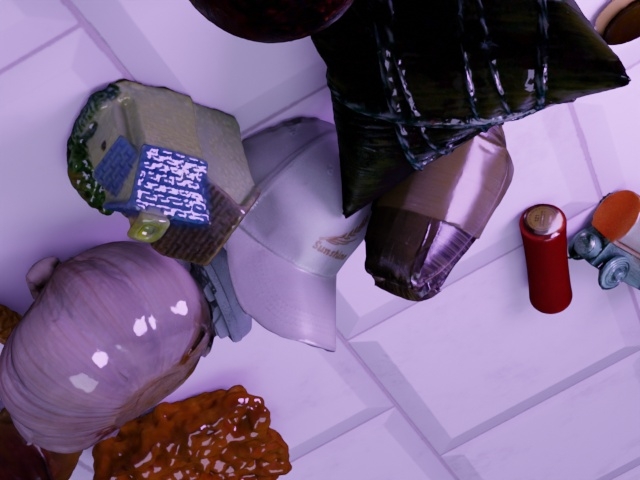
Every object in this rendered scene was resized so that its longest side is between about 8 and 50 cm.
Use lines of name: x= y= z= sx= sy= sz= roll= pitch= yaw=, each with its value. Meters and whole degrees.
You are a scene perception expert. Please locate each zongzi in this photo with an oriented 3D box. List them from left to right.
zongzi: x=0.140 y=-0.182 z=1.406 sx=0.384 sy=0.319 sz=0.362 roll=-2 pitch=125 yaw=-1
zongzi: x=0.190 y=-0.032 z=1.619 sx=0.317 sy=0.154 sz=0.289 roll=36 pitch=76 yaw=-58

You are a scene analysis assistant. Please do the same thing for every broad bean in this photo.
broad bean: x=-0.450 y=0.318 z=1.784 sx=0.156 sy=0.122 sz=0.228 roll=18 pitch=123 yaw=-10

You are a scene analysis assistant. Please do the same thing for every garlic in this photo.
garlic: x=-0.299 y=0.148 z=1.569 sx=0.322 sy=0.241 sz=0.322 roll=-23 pitch=137 yaw=-23

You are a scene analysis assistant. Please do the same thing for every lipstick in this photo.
lipstick: x=0.385 y=0.035 z=1.939 sx=0.080 sy=0.080 sz=0.241 roll=-24 pitch=143 yaw=-2

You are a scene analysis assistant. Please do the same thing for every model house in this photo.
model house: x=-0.201 y=-0.060 z=1.421 sx=0.214 sy=0.189 sz=0.195 roll=17 pitch=124 yaw=-42

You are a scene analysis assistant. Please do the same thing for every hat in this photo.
hat: x=-0.005 y=-0.002 z=1.550 sx=0.168 sy=0.301 sz=0.258 roll=-24 pitch=150 yaw=39

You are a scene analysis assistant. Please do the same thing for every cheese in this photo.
cheese: x=0.403 y=-0.296 z=1.594 sx=0.162 sy=0.036 sz=0.086 roll=-30 pitch=145 yaw=7

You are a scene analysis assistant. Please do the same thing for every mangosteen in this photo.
mangosteen: x=-0.025 y=-0.338 z=1.190 sx=0.289 sy=0.231 sz=0.231 roll=-36 pitch=152 yaw=-34

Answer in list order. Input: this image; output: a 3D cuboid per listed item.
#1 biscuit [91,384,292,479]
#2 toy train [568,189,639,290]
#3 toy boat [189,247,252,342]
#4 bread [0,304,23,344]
biscuit: x=-0.219 y=0.386 z=1.999 sx=0.318 sy=0.110 sz=0.312 roll=-23 pitch=144 yaw=-2
toy train: x=0.556 y=0.011 z=1.990 sx=0.285 sy=0.116 sz=0.177 roll=23 pitch=110 yaw=-43
toy boat: x=-0.161 y=0.068 z=1.679 sx=0.085 sy=0.078 sz=0.260 roll=-33 pitch=146 yaw=-13
bread: x=-0.466 y=0.103 z=1.582 sx=0.052 sy=0.044 sz=0.157 roll=-30 pitch=142 yaw=16
